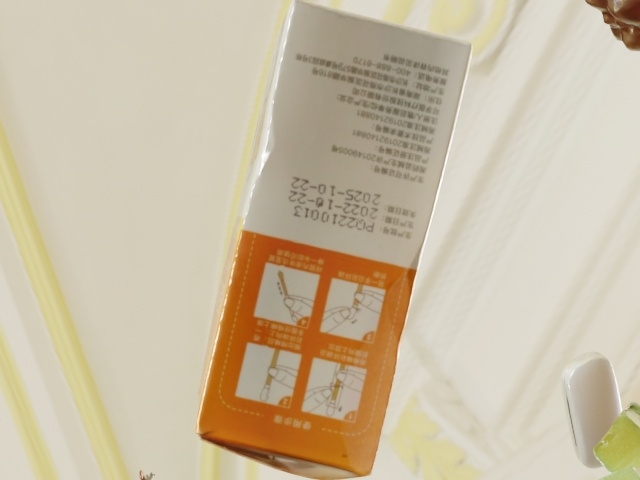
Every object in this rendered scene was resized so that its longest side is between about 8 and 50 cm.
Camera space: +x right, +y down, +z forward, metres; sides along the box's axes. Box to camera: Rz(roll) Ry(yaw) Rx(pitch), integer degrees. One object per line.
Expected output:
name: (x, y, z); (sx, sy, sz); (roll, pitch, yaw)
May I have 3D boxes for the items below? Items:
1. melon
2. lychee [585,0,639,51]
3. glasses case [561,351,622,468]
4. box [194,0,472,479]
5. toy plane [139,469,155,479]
melon: (0.314, 0.234, 1.243); (0.064, 0.118, 0.209); (-50, -10, 18)
lychee: (0.240, -0.191, 0.632); (0.264, 0.264, 0.300); (-35, -69, -5)
glasses case: (0.327, 0.205, 1.544); (0.063, 0.041, 0.164); (-23, -58, -10)
box: (0.000, 0.000, 1.042); (0.143, 0.225, 0.341); (12, -89, -5)
toy plane: (-0.183, 0.332, 1.453); (0.061, 0.189, 0.130); (-13, -80, -13)
